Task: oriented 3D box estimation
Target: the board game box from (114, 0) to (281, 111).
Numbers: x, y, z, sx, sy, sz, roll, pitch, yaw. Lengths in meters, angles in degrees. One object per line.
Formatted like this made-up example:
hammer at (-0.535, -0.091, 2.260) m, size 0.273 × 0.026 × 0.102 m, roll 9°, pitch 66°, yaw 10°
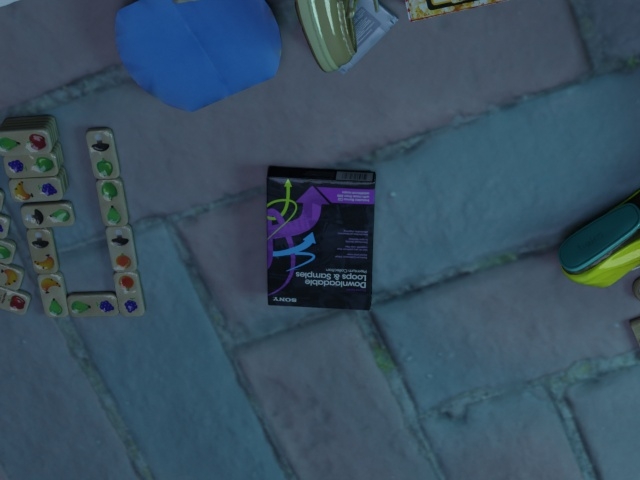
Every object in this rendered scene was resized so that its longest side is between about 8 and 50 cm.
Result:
board game box at (-0.119, -0.206, 1.524) m, size 0.169 × 0.033 × 0.133 m, roll -21°, pitch 121°, yaw 22°

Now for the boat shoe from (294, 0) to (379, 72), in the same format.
boat shoe at (0.013, -0.296, 1.417) m, size 0.089 × 0.104 × 0.285 m, roll -6°, pitch 116°, yaw 5°

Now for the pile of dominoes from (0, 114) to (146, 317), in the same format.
pile of dominoes at (-0.306, -0.013, 1.647) m, size 0.196 × 0.040 × 0.251 m, roll -3°, pitch 119°, yaw 7°

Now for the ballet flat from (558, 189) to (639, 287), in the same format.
ballet flat at (0.352, -0.022, 1.566) m, size 0.231 × 0.077 × 0.077 m, roll -36°, pitch 132°, yaw 25°

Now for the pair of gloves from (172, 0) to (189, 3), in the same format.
pair of gloves at (-0.057, -0.335, 1.343) m, size 0.240 × 0.042 × 0.204 m, roll -16°, pitch 106°, yaw 21°

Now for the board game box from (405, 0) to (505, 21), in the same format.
board game box at (0.162, -0.299, 1.433) m, size 0.194 × 0.045 × 0.146 m, roll -10°, pitch 118°, yaw 11°

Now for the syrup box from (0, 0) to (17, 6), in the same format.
syrup box at (-0.365, -0.269, 1.476) m, size 0.237 × 0.093 × 0.096 m, roll -15°, pitch 117°, yaw 14°

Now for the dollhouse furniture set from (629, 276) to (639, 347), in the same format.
dollhouse furniture set at (0.380, 0.089, 1.573) m, size 0.123 × 0.151 × 0.144 m, roll -20°, pitch 113°, yaw 16°

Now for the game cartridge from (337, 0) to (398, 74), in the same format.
game cartridge at (0.031, -0.211, 1.514) m, size 0.056 × 0.017 × 0.083 m, roll 38°, pitch 116°, yaw -19°

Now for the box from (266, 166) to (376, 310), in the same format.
box at (0.000, 0.000, 1.630) m, size 0.116 × 0.029 × 0.162 m, roll 3°, pitch 121°, yaw 4°
